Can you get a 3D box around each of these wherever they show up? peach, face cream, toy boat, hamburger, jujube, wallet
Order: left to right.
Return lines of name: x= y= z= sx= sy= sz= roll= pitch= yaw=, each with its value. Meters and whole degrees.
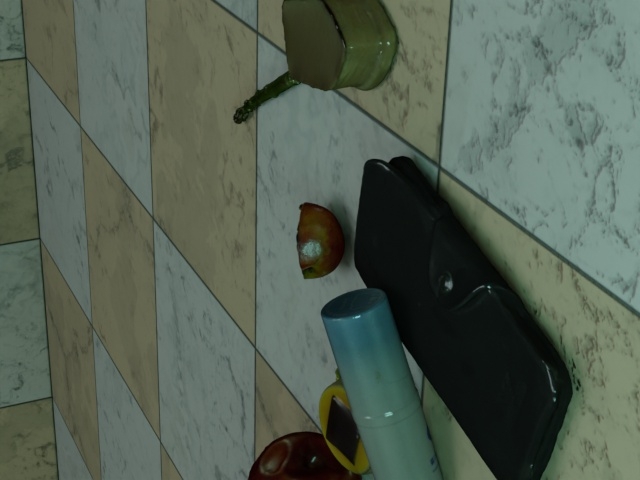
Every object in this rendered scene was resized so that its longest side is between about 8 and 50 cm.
jujube: x=-0.026 y=0.353 z=1.688 sx=0.230 sy=0.155 sz=0.155 roll=95 pitch=154 yaw=-51
peach: x=0.000 y=0.001 z=1.581 sx=0.098 sy=0.061 sz=0.098 roll=1 pitch=-90 yaw=-84
toy boat: x=0.018 y=-0.226 z=1.440 sx=0.188 sy=0.061 sz=0.116 roll=-157 pitch=60 yaw=-63
hamburger: x=0.054 y=0.210 z=1.517 sx=0.141 sy=0.081 sz=0.126 roll=23 pitch=123 yaw=49
face cream: x=0.071 y=0.178 z=1.398 sx=0.077 sy=0.077 sz=0.250 roll=24 pitch=135 yaw=63
wallet: x=0.137 y=0.082 z=1.309 sx=0.197 sy=0.051 sz=0.377 roll=98 pitch=149 yaw=-42

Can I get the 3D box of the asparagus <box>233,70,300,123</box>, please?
asparagus: x=-0.076 y=-0.193 z=1.724 sx=0.024 sy=0.025 sz=0.248 roll=39 pitch=160 yaw=-13
